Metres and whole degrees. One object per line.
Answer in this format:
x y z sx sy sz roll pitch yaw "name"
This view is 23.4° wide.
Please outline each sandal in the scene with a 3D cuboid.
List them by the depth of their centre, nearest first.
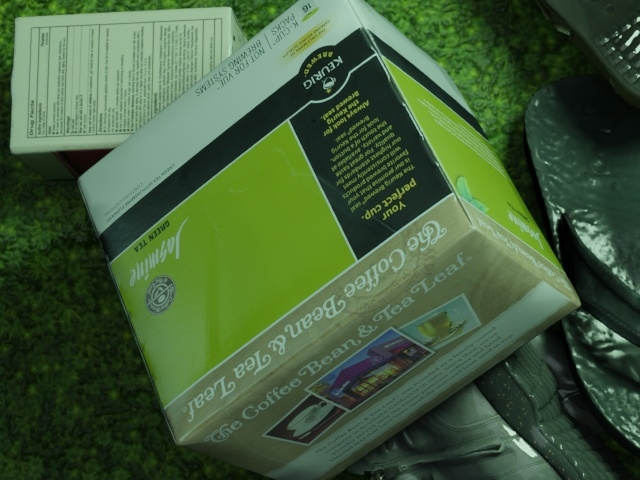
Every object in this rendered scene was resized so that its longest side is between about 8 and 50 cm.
0.296 0.020 1.470 0.168 0.107 0.445 -14 63 -6 "sandal"

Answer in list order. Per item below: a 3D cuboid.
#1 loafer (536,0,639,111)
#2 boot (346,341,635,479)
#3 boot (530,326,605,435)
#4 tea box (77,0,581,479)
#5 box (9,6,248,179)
0.277 -0.252 1.577 0.134 0.130 0.366 -27 60 4 "loafer"
0.172 0.255 1.480 0.223 0.118 0.338 -40 71 23 "boot"
0.297 0.101 1.524 0.209 0.076 0.189 -25 89 8 "boot"
0.000 0.000 1.425 0.329 0.220 0.323 -36 54 17 "tea box"
-0.194 -0.150 1.614 0.232 0.127 0.148 -2 78 8 "box"
